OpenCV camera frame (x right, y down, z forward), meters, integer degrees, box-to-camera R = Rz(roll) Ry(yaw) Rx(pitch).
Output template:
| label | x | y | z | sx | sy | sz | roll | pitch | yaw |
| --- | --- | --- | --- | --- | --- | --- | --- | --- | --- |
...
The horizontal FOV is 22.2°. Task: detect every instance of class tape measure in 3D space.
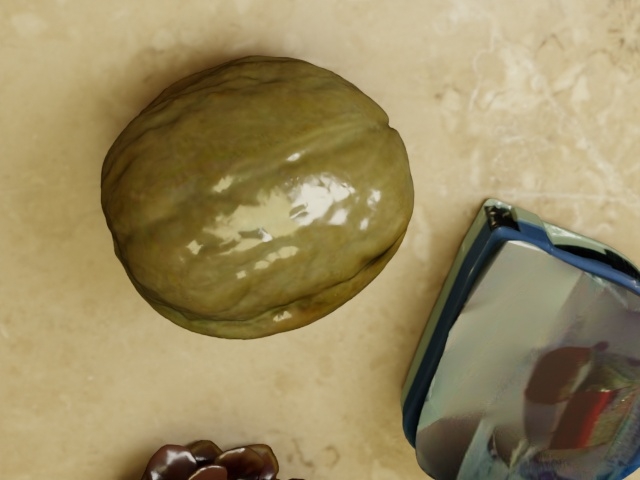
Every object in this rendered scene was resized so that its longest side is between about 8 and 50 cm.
| label | x | y | z | sx | sy | sz | roll | pitch | yaw |
| --- | --- | --- | --- | --- | --- | --- | --- | --- | --- |
| tape measure | 0.223 | 0.117 | 1.609 | 0.262 | 0.138 | 0.259 | 17 | 110 | -14 |

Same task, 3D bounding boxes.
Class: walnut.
| label | x | y | z | sx | sy | sz | roll | pitch | yaw |
| --- | --- | --- | --- | --- | --- | --- | --- | --- | --- |
| walnut | -0.058 | -0.045 | 1.459 | 0.283 | 0.227 | 0.283 | -2 | 78 | 7 |

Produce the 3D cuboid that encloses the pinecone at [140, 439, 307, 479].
| label | x | y | z | sx | sy | sz | roll | pitch | yaw |
| --- | --- | --- | --- | --- | --- | --- | --- | --- | --- |
| pinecone | -0.089 | 0.333 | 1.598 | 0.264 | 0.264 | 0.264 | -3 | 113 | -7 |
